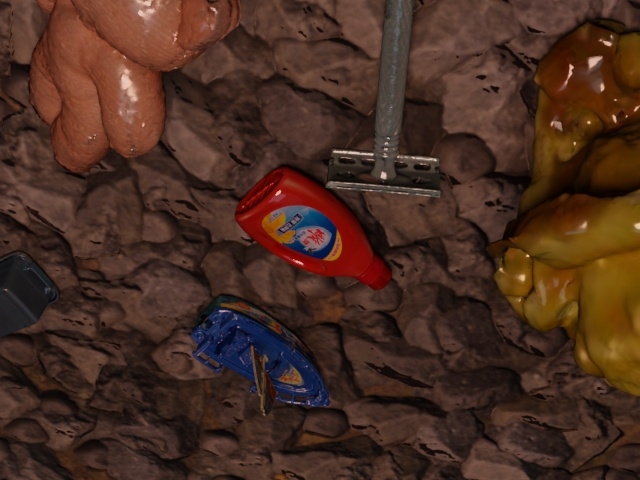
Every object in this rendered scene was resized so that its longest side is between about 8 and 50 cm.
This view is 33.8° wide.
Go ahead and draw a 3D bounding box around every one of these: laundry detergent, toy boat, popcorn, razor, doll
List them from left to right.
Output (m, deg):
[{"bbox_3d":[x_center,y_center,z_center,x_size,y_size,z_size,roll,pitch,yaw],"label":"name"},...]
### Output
[{"bbox_3d":[-0.158,-0.177,0.884,0.201,0.156,0.303,58,145,11],"label":"doll"},{"bbox_3d":[-0.060,0.144,1.125,0.175,0.110,0.091,33,125,-21],"label":"toy boat"},{"bbox_3d":[0.000,0.000,1.044,0.165,0.049,0.097,37,130,-22],"label":"laundry detergent"},{"bbox_3d":[0.066,-0.148,0.922,0.106,0.068,0.232,5,122,1],"label":"razor"},{"bbox_3d":[0.322,-0.013,0.870,0.321,0.325,0.290,29,148,42],"label":"popcorn"}]

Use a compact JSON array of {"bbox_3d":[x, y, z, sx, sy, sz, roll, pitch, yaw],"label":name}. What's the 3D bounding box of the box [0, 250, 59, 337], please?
[{"bbox_3d":[-0.341,0.064,1.129,0.099,0.054,0.074,-22,121,22],"label":"box"}]
